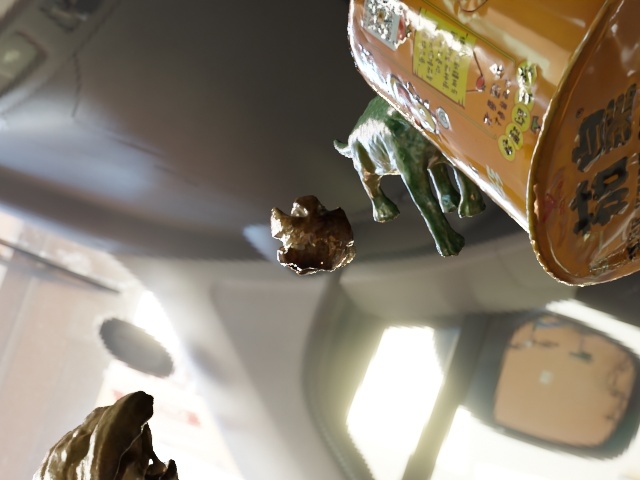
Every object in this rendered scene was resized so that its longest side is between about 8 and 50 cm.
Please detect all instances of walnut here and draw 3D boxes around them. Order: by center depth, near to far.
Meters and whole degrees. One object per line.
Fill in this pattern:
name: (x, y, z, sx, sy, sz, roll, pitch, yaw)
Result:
walnut: (-0.243, 0.283, 1.307, 0.141, 0.204, 0.238, 8, 140, 15)

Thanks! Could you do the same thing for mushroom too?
mushroom: (0.000, 0.000, 0.979, 0.060, 0.061, 0.187, -14, 174, 5)

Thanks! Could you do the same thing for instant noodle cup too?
instant noodle cup: (0.127, -0.109, 0.614, 0.172, 0.216, 0.215, 40, -172, 37)

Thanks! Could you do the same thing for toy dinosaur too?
toy dinosaur: (0.057, -0.140, 1.082, 0.447, 0.087, 0.301, 26, 146, 61)
